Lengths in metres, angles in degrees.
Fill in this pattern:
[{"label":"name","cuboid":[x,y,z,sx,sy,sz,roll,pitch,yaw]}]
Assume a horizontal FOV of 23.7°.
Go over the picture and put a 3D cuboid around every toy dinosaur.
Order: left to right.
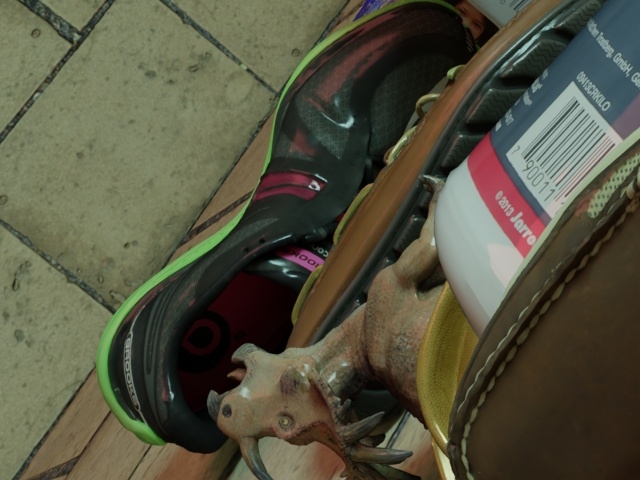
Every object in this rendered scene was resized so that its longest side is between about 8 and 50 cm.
[{"label":"toy dinosaur","cuboid":[0.083,0.075,0.896,0.296,0.127,0.200,0,61,54]}]

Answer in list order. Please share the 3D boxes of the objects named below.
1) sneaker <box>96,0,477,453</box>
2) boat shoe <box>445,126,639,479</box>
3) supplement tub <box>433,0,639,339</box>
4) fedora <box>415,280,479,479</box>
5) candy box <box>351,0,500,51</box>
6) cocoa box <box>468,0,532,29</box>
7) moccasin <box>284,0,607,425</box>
[{"label":"sneaker","cuboid":[0.000,0.000,1.369,0.483,0.185,0.202,-55,30,-1]},{"label":"boat shoe","cuboid":[0.117,-0.014,0.371,0.257,0.095,0.095,-48,-20,17]},{"label":"supplement tub","cuboid":[0.187,-0.041,0.498,0.272,0.191,0.191,-48,12,17]},{"label":"fedora","cuboid":[0.103,0.064,0.739,0.194,0.079,0.194,-19,62,40]},{"label":"candy box","cuboid":[0.129,-0.245,1.639,0.317,0.122,0.268,-59,13,-28]},{"label":"cocoa box","cuboid":[0.175,-0.345,1.219,0.231,0.347,0.228,-42,14,38]},{"label":"moccasin","cuboid":[0.107,-0.037,1.113,0.380,0.139,0.147,-58,19,13]}]
